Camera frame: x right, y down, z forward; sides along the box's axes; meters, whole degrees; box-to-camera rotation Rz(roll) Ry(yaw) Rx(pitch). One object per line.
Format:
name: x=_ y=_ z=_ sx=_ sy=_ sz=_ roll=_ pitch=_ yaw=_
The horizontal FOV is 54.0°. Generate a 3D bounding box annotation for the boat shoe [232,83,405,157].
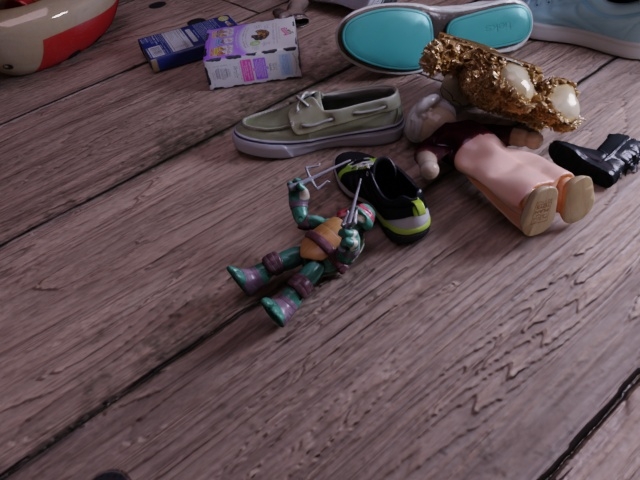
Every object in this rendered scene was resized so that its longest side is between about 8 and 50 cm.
boat shoe: x=-0.006 y=-0.215 z=1.087 sx=0.303 sy=0.094 sz=0.109 roll=-7 pitch=41 yaw=2

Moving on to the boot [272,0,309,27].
boot: x=-0.055 y=-0.545 z=1.515 sx=0.119 sy=0.042 sz=0.087 roll=-31 pitch=52 yaw=-22

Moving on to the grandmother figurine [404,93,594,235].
grandmother figurine: x=0.234 y=-0.129 z=0.955 sx=0.208 sy=0.103 sz=0.342 roll=-8 pitch=35 yaw=-25

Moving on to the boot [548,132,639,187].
boot: x=0.426 y=-0.135 z=0.961 sx=0.099 sy=0.045 sz=0.121 roll=-37 pitch=56 yaw=-25

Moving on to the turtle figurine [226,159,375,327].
turtle figurine: x=0.000 y=0.000 z=0.829 sx=0.234 sy=0.118 sz=0.175 roll=-43 pitch=35 yaw=-13

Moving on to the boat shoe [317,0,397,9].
boat shoe: x=0.052 y=-0.629 z=1.548 sx=0.119 sy=0.121 sz=0.335 roll=-6 pitch=38 yaw=-45

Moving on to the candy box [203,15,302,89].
candy box: x=-0.143 y=-0.401 z=1.339 sx=0.197 sy=0.070 sz=0.164 roll=-8 pitch=41 yaw=2

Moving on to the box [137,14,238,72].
box: x=-0.296 y=-0.460 z=1.456 sx=0.225 sy=0.036 sz=0.136 roll=-22 pitch=43 yaw=-13

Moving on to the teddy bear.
teddy bear: x=0.281 y=-0.248 z=1.026 sx=0.245 sy=0.113 sz=0.338 roll=3 pitch=27 yaw=-34

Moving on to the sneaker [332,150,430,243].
sneaker: x=0.093 y=-0.093 z=0.929 sx=0.084 sy=0.097 sz=0.234 roll=-24 pitch=43 yaw=-17

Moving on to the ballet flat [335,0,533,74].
ballet flat: x=0.221 y=-0.416 z=1.271 sx=0.401 sy=0.139 sz=0.139 roll=-8 pitch=41 yaw=-6

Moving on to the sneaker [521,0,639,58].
sneaker: x=0.522 y=-0.482 z=1.257 sx=0.366 sy=0.150 sz=0.135 roll=25 pitch=50 yaw=31

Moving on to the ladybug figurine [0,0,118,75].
ladybug figurine: x=-0.651 y=-0.532 z=1.504 sx=0.305 sy=0.161 sz=0.449 roll=17 pitch=48 yaw=27
